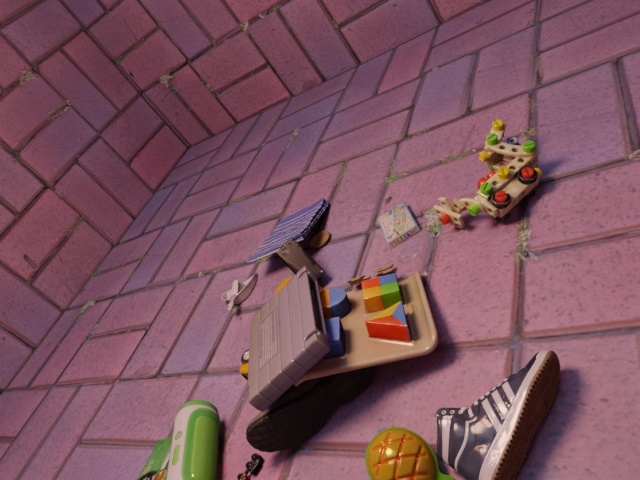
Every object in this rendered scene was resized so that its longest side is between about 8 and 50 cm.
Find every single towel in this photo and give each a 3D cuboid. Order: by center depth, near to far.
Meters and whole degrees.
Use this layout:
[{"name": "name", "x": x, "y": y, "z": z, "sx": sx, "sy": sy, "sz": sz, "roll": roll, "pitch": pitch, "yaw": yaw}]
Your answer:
[{"name": "towel", "x": -0.112, "y": -0.042, "z": 1.910, "sx": 0.243, "sy": 0.040, "sz": 0.336, "roll": -25, "pitch": 15, "yaw": 26}]

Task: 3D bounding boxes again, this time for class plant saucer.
[{"name": "plant saucer", "x": 0.000, "y": 0.000, "z": 1.840, "sx": 0.083, "sy": 0.015, "sz": 0.083, "roll": -29, "pitch": 31, "yaw": 19}]

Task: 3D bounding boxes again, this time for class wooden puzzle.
[{"name": "wooden puzzle", "x": 0.092, "y": 0.190, "z": 1.297, "sx": 0.348, "sy": 0.080, "sz": 0.322, "roll": -18, "pitch": 24, "yaw": 10}]

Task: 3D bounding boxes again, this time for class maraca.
[{"name": "maraca", "x": 0.165, "y": 0.432, "z": 0.983, "sx": 0.127, "sy": 0.099, "sz": 0.186, "roll": -42, "pitch": 54, "yaw": -10}]

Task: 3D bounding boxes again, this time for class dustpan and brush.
[{"name": "dustpan and brush", "x": -0.297, "y": 0.192, "z": 1.863, "sx": 0.147, "sy": 0.060, "sz": 0.211, "roll": -31, "pitch": 30, "yaw": 14}]

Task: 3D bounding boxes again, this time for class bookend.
[{"name": "bookend", "x": -0.054, "y": 0.086, "z": 1.706, "sx": 0.072, "sy": 0.156, "sz": 0.157, "roll": -42, "pitch": 73, "yaw": -6}]

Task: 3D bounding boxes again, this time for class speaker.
[{"name": "speaker", "x": -0.318, "y": 0.550, "z": 1.325, "sx": 0.131, "sy": 0.131, "sz": 0.296, "roll": -32, "pitch": 30, "yaw": 12}]

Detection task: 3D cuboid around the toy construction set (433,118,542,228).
[{"name": "toy construction set", "x": 0.453, "y": -0.161, "z": 1.416, "sx": 0.327, "sy": 0.151, "sz": 0.215, "roll": -49, "pitch": 54, "yaw": -1}]

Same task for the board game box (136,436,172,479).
[{"name": "board game box", "x": -0.442, "y": 0.640, "z": 1.408, "sx": 0.136, "sy": 0.030, "sz": 0.259, "roll": -26, "pitch": 25, "yaw": 31}]

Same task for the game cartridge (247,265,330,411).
[{"name": "game cartridge", "x": -0.085, "y": 0.227, "z": 1.294, "sx": 0.230, "sy": 0.068, "sz": 0.355, "roll": -49, "pitch": 19, "yaw": 15}]

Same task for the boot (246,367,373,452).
[{"name": "boot", "x": -0.046, "y": 0.359, "z": 1.314, "sx": 0.338, "sy": 0.118, "sz": 0.223, "roll": -29, "pitch": 25, "yaw": -10}]

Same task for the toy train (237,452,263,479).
[{"name": "toy train", "x": -0.187, "y": 0.577, "z": 1.246, "sx": 0.036, "sy": 0.027, "sz": 0.158, "roll": 14, "pitch": 58, "yaw": 43}]

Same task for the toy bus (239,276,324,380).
[{"name": "toy bus", "x": -0.103, "y": 0.259, "z": 1.507, "sx": 0.130, "sy": 0.108, "sz": 0.332, "roll": -13, "pitch": 38, "yaw": 34}]

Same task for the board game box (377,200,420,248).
[{"name": "board game box", "x": 0.239, "y": -0.050, "z": 1.630, "sx": 0.103, "sy": 0.026, "sz": 0.154, "roll": -32, "pitch": 30, "yaw": 12}]

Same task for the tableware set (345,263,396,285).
[{"name": "tableware set", "x": 0.142, "y": 0.095, "z": 1.468, "sx": 0.141, "sy": 0.020, "sz": 0.169, "roll": -21, "pitch": -4, "yaw": 7}]

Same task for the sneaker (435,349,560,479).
[{"name": "sneaker", "x": 0.319, "y": 0.307, "z": 0.974, "sx": 0.153, "sy": 0.099, "sz": 0.282, "roll": 10, "pitch": 58, "yaw": 51}]
